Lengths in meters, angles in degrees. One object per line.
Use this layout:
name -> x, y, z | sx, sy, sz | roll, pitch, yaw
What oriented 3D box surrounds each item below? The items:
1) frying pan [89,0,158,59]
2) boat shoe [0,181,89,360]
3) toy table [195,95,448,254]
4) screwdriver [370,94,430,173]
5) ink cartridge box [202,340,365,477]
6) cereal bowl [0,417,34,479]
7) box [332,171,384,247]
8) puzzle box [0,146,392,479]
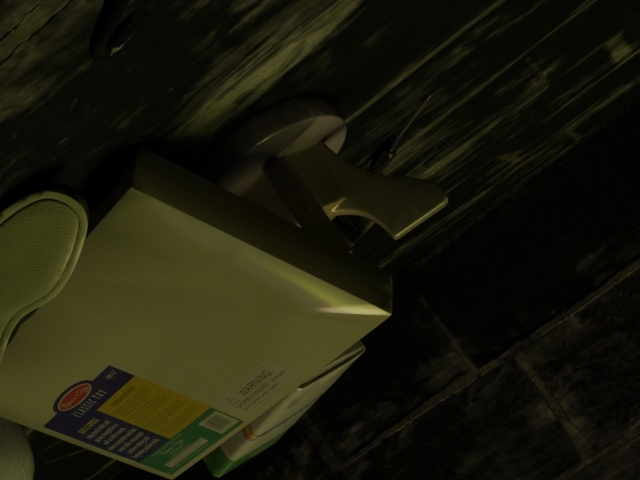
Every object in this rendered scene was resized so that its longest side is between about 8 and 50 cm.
frying pan -> -0.025, -0.216, 0.546 | 0.197, 0.053, 0.326 | -31, 172, -22
boat shoe -> -0.261, 0.027, 0.944 | 0.233, 0.084, 0.079 | -49, -157, 33
toy table -> -0.013, -0.031, 1.189 | 0.252, 0.161, 0.274 | -37, 169, 12
screwdriver -> 0.107, -0.142, 1.493 | 0.170, 0.024, 0.025 | -55, -172, 47
ink cartridge box -> -0.094, 0.135, 1.392 | 0.117, 0.201, 0.278 | -25, 162, -38
cereal bowl -> -0.528, 0.378, 1.531 | 0.339, 0.141, 0.339 | -34, 170, -7
box -> 0.000, 0.000, 1.576 | 0.183, 0.056, 0.231 | -38, -178, 27
puzzle box -> -0.159, 0.095, 1.112 | 0.409, 0.272, 0.052 | -41, -147, 40
